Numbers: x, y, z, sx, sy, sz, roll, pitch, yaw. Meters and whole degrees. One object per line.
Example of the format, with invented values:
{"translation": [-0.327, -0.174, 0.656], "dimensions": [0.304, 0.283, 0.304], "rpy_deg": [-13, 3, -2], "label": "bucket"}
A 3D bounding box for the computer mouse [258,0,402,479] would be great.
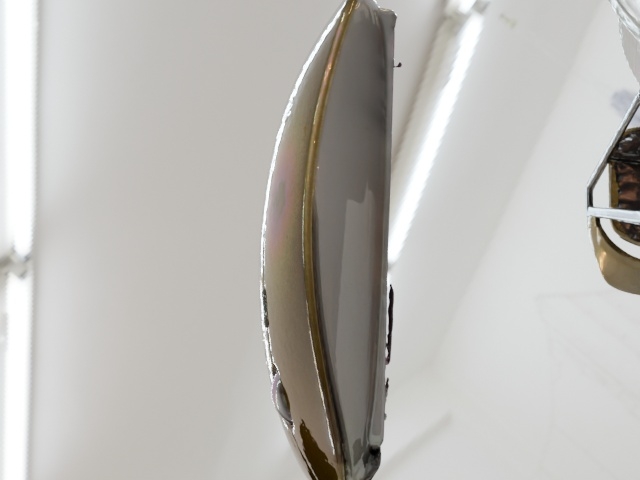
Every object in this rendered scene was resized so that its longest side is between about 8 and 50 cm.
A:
{"translation": [0.000, 0.000, 0.732], "dimensions": [0.158, 0.071, 0.311], "rpy_deg": [137, 136, -75], "label": "computer mouse"}

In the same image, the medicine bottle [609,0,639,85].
{"translation": [0.281, -0.198, 0.677], "dimensions": [0.256, 0.256, 0.325], "rpy_deg": [-47, -19, -4], "label": "medicine bottle"}

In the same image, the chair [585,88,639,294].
{"translation": [0.379, -0.042, 1.256], "dimensions": [0.247, 0.158, 0.172], "rpy_deg": [101, 175, -80], "label": "chair"}
